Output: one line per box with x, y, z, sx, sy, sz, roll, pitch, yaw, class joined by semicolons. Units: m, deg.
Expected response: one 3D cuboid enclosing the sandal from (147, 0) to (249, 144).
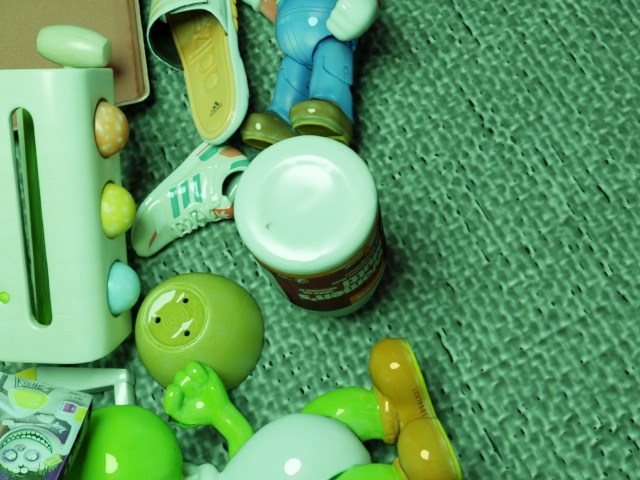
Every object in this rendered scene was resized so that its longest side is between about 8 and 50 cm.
-0.142;-0.225;0.884;0.102;0.076;0.265;-37;53;27;sandal

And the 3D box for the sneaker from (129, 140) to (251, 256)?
-0.134;-0.038;0.869;0.075;0.057;0.161;35;77;22;sneaker

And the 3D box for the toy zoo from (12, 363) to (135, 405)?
-0.276;0.246;0.811;0.193;0.030;0.293;-11;71;4;toy zoo

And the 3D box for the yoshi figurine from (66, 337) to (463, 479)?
-0.075;0.193;0.697;0.362;0.203;0.202;-20;78;2;yoshi figurine

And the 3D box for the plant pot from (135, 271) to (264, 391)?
-0.131;0.086;0.809;0.134;0.095;0.134;-2;71;7;plant pot

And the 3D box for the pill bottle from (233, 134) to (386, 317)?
0.000;0.000;0.751;0.121;0.221;0.121;-2;72;7;pill bottle

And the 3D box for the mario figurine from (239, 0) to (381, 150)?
-0.026;-0.261;0.871;0.198;0.170;0.320;5;74;11;mario figurine

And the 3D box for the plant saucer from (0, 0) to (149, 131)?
-0.336;-0.244;0.970;0.259;0.047;0.258;-12;71;5;plant saucer

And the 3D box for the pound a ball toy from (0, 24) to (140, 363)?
-0.243;-0.060;0.817;0.136;0.208;0.318;0;101;5;pound a ball toy

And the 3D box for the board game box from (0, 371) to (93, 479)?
-0.359;0.150;0.556;0.347;0.056;0.208;15;39;-6;board game box
